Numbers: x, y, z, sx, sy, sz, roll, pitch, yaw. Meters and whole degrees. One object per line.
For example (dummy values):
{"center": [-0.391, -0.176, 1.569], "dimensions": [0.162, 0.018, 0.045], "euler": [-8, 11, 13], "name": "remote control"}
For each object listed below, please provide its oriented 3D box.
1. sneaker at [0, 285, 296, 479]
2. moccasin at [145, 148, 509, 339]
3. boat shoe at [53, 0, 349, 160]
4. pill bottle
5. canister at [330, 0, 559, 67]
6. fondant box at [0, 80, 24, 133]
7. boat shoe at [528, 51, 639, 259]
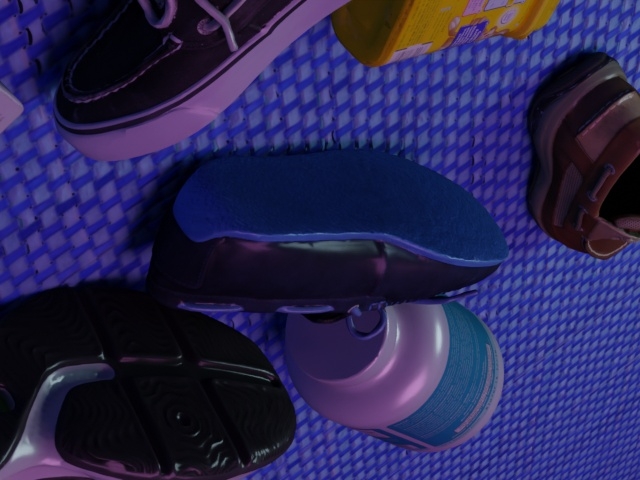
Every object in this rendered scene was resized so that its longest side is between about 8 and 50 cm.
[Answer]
{"center": [-0.242, 0.179, 1.361], "dimensions": [0.447, 0.169, 0.257], "euler": [-5, 145, -42], "name": "sneaker"}
{"center": [0.000, 0.000, 1.456], "dimensions": [0.342, 0.138, 0.117], "euler": [7, 132, -42], "name": "moccasin"}
{"center": [-0.055, -0.157, 1.081], "dimensions": [0.306, 0.113, 0.105], "euler": [-29, 139, 26], "name": "boat shoe"}
{"center": [0.060, 0.101, 1.652], "dimensions": [0.146, 0.146, 0.264], "euler": [-45, 156, 6], "name": "pill bottle"}
{"center": [0.099, -0.192, 1.327], "dimensions": [0.170, 0.073, 0.126], "euler": [-18, 146, -40], "name": "canister"}
{"center": [-0.319, -0.065, 0.882], "dimensions": [0.238, 0.096, 0.330], "euler": [-43, 156, 1], "name": "fondant box"}
{"center": [0.271, -0.049, 1.755], "dimensions": [0.122, 0.120, 0.324], "euler": [-40, 155, -4], "name": "boat shoe"}
